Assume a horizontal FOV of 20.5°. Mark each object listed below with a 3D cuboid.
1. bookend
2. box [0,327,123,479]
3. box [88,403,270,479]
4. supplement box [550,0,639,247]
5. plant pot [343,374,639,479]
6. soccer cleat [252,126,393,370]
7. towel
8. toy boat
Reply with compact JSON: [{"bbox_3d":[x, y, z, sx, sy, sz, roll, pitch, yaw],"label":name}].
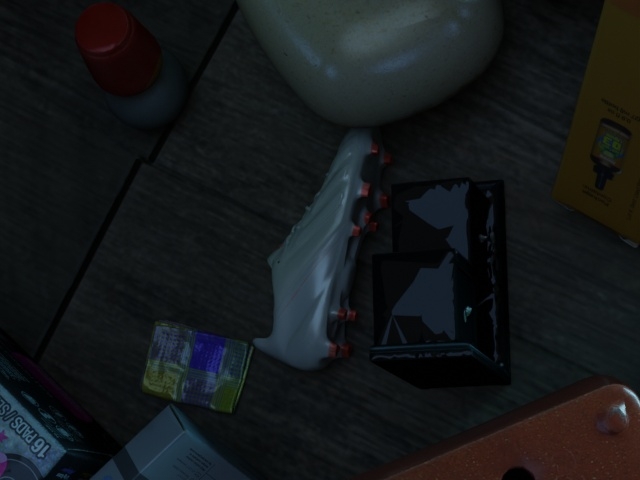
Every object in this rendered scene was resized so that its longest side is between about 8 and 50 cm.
[{"bbox_3d":[0.085,0.019,1.252,0.072,0.156,0.157,-4,77,15],"label":"bookend"},{"bbox_3d":[-0.287,0.137,1.326,0.247,0.163,0.142,41,91,19],"label":"box"},{"bbox_3d":[-0.126,0.223,1.278,0.186,0.145,0.038,-42,39,4],"label":"box"},{"bbox_3d":[0.224,-0.102,1.200,0.078,0.233,0.080,31,54,18],"label":"supplement box"},{"bbox_3d":[0.130,0.228,1.115,0.267,0.236,0.267,-22,72,-9],"label":"plant pot"},{"bbox_3d":[0.000,0.000,1.329,0.076,0.068,0.196,12,85,20],"label":"soccer cleat"},{"bbox_3d":[-0.097,0.098,1.363,0.083,0.009,0.060,14,82,18],"label":"towel"},{"bbox_3d":[-0.030,-0.182,1.343,0.318,0.148,0.267,-22,69,4],"label":"toy boat"}]
